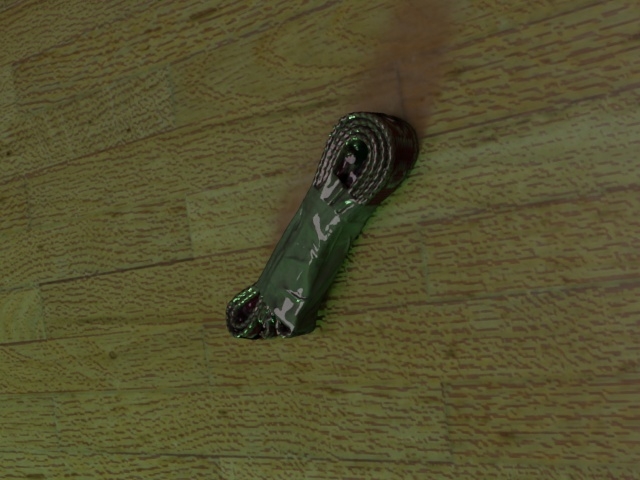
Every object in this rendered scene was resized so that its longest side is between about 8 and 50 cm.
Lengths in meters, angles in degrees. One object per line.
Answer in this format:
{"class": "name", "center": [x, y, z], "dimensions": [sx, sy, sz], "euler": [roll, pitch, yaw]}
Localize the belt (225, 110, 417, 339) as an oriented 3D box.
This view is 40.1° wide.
{"class": "belt", "center": [0.000, 0.000, 0.704], "dimensions": [0.071, 0.053, 0.232], "euler": [45, 118, 25]}
